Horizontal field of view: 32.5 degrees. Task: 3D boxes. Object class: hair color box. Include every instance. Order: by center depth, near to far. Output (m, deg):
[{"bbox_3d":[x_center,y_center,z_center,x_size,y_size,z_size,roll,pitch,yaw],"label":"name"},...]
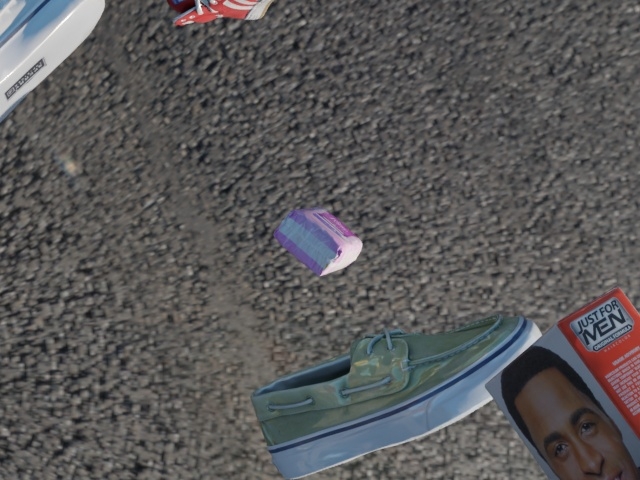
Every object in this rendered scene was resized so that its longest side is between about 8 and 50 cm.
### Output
[{"bbox_3d":[0.138,0.098,0.462,0.043,0.072,0.141,-24,71,-30],"label":"hair color box"}]

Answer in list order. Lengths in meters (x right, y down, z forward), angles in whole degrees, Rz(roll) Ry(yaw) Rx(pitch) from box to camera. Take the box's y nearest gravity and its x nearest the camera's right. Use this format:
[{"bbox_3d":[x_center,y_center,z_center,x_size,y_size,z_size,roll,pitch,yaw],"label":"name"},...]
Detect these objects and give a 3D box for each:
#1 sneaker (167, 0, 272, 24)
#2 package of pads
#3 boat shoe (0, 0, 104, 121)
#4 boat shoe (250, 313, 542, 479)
[{"bbox_3d":[-0.065,-0.167,0.697,0.067,0.118,0.042,-6,82,-12],"label":"sneaker"},{"bbox_3d":[0.000,0.000,0.827,0.050,0.083,0.032,43,101,8],"label":"package of pads"},{"bbox_3d":[-0.299,-0.144,0.922,0.084,0.095,0.258,42,66,4],"label":"boat shoe"},{"bbox_3d":[0.060,0.133,1.022,0.094,0.302,0.109,59,24,-6],"label":"boat shoe"}]
